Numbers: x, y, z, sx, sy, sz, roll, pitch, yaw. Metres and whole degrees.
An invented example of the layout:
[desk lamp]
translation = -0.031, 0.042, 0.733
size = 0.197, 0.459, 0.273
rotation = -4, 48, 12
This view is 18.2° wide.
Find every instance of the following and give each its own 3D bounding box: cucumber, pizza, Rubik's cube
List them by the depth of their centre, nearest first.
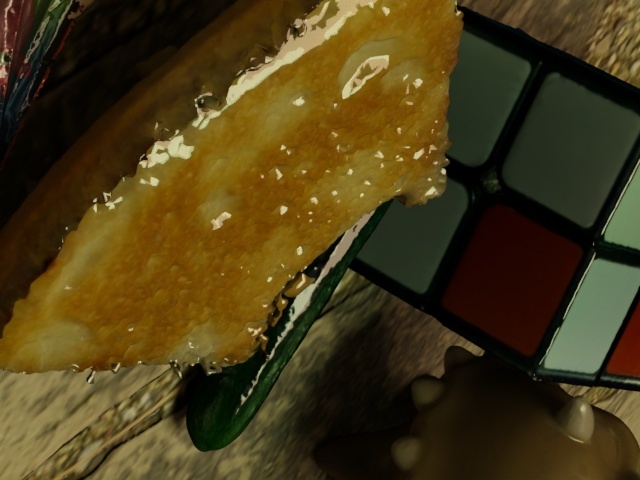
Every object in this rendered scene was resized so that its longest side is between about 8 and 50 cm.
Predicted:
[pizza]
translation = -0.042, -0.039, 1.011
size = 0.323, 0.089, 0.223
rotation = -42, 152, 1
[cucumber]
translation = 0.000, 0.000, 1.167
size = 0.284, 0.056, 0.056
rotation = -60, 148, -1
[Rubik's cube]
translation = 0.146, -0.022, 1.246
size = 0.183, 0.167, 0.180
rotation = 15, 103, -56

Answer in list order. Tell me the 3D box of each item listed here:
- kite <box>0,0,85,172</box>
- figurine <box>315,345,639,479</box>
[kite]
translation = -0.185, -0.077, 0.886
size = 0.321, 0.016, 0.234
rotation = -34, 142, -34
[figurine]
translation = 0.092, 0.154, 1.268
size = 0.173, 0.247, 0.177
rotation = 38, 81, -46
